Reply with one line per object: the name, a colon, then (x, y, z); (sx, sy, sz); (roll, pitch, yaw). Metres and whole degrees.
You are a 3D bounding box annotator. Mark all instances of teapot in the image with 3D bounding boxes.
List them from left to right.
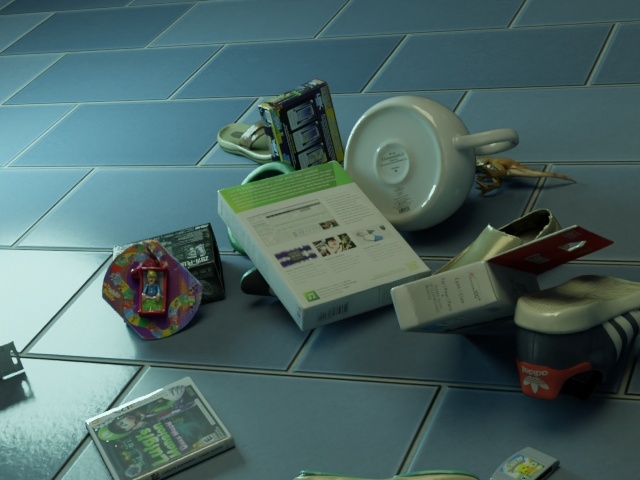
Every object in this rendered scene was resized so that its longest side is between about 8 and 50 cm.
teapot: (0.182, -0.136, 2.212); (0.256, 0.253, 0.187); (37, 24, 32)

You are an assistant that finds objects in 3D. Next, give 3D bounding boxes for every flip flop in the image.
flip flop: (-0.116, -0.220, 2.609); (0.112, 0.080, 0.277); (-30, 31, -33)

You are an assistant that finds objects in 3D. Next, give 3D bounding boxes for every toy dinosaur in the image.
toy dinosaur: (0.338, -0.127, 2.269); (0.112, 0.064, 0.211); (-33, 34, -33)

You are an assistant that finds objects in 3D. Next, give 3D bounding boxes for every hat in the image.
hat: (-0.045, -0.040, 2.323); (0.173, 0.183, 0.209); (18, 82, 44)

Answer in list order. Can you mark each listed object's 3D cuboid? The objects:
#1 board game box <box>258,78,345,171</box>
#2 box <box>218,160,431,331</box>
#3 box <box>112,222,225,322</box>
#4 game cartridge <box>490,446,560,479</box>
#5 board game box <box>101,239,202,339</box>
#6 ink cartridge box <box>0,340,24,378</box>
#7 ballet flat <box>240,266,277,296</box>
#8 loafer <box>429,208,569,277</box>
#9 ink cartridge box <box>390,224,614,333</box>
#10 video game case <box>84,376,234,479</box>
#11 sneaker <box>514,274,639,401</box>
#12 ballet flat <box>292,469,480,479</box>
board game box: (-0.035, -0.210, 2.465); (0.141, 0.170, 0.048); (-28, 30, -27)
box: (0.000, 0.000, 2.074); (0.232, 0.058, 0.322); (-15, 45, -24)
box: (-0.263, 0.054, 2.187); (0.180, 0.078, 0.147); (-14, 28, -1)
game cartridge: (0.256, 0.294, 1.604); (0.083, 0.017, 0.056); (-33, 30, -31)
board game box: (-0.282, 0.079, 2.083); (0.133, 0.033, 0.168); (-44, 77, -8)
ink cartridge box: (-0.550, 0.201, 2.064); (0.115, 0.063, 0.029); (-20, 31, -12)
ballet flat: (-0.031, 0.056, 2.098); (0.203, 0.074, 0.074); (-18, 28, -21)
loafer: (0.272, 0.025, 1.995); (0.268, 0.092, 0.102); (-27, 31, -23)
ink cartridge box: (0.266, 0.062, 1.738); (0.261, 0.066, 0.296); (-20, -12, 20)
video game case: (-0.236, 0.279, 1.834); (0.173, 0.022, 0.190); (-23, 30, -16)
sneaker: (0.374, 0.137, 1.744); (0.131, 0.148, 0.350); (11, 13, 43)
ballet flat: (0.079, 0.332, 1.564); (0.248, 0.086, 0.086); (-4, 30, 19)
